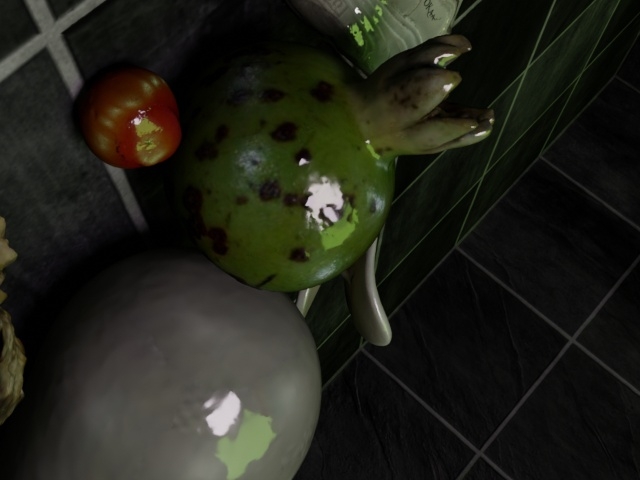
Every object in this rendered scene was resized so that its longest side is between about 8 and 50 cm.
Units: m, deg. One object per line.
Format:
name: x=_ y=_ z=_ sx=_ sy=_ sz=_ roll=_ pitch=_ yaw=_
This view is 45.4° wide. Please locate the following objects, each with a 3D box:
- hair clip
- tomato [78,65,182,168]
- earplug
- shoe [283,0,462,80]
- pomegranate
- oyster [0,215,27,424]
hair clip: x=0.018 y=-0.006 z=0.939 sx=0.113 sy=0.282 sz=0.173 roll=0 pitch=149 yaw=-7
tomato: x=-0.154 y=-0.099 z=0.632 sx=0.087 sy=0.075 sz=0.087 roll=-41 pitch=159 yaw=-20
earplug: x=-0.171 y=0.201 z=0.842 sx=0.312 sy=0.312 sz=0.394 roll=-21 pitch=145 yaw=-59
shoe: x=0.110 y=-0.267 z=0.849 sx=0.211 sy=0.132 sz=0.342 roll=-50 pitch=161 yaw=9
pomegranate: x=-0.003 y=-0.068 z=0.698 sx=0.242 sy=0.305 sz=0.243 roll=-5 pitch=97 yaw=-46
oyster: x=-0.332 y=0.137 z=0.596 sx=0.197 sy=0.133 sz=0.337 roll=-10 pitch=134 yaw=-54
